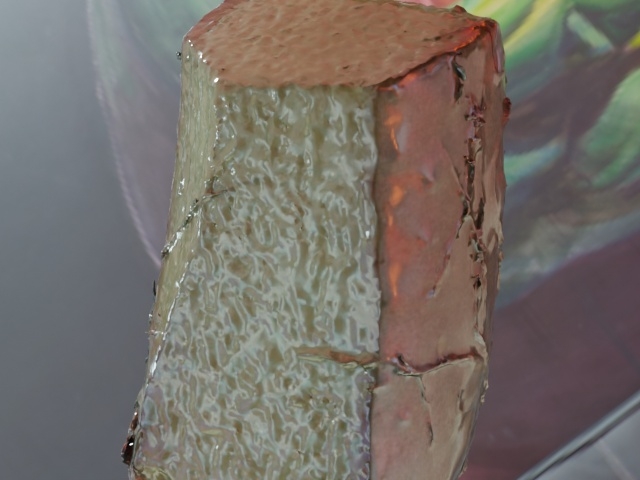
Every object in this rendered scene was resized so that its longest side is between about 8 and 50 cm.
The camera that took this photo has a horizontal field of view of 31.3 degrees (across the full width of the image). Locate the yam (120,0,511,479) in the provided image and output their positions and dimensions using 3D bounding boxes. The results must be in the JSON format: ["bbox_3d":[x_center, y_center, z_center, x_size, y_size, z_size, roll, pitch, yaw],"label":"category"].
[{"bbox_3d":[0.005,-0.001,0.646,0.202,0.271,0.201,11,26,23],"label":"yam"}]
